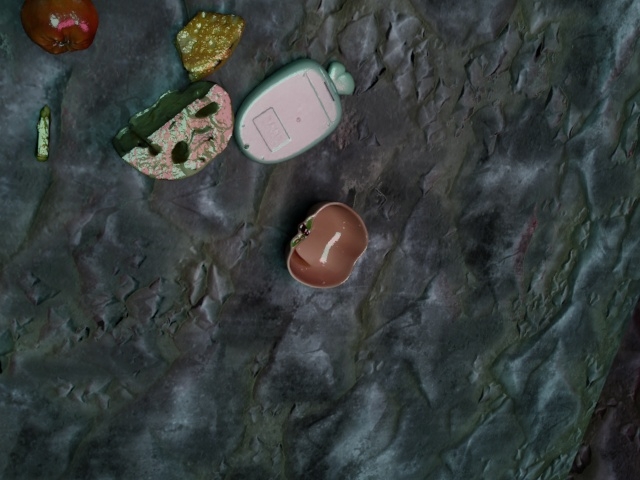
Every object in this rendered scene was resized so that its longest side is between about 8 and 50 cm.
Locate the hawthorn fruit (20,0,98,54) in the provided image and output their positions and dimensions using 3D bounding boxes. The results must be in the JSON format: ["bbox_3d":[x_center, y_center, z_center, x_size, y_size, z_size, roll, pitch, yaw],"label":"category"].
[{"bbox_3d":[-0.442,-0.382,1.074,0.125,0.140,0.125,-10,143,-8],"label":"hawthorn fruit"}]

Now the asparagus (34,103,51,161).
[{"bbox_3d":[-0.512,-0.197,1.161,0.025,0.021,0.108,4,108,-27],"label":"asparagus"}]

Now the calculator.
[{"bbox_3d":[-0.051,-0.280,1.348,0.295,0.042,0.184,-37,122,-8],"label":"calculator"}]

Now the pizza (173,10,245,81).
[{"bbox_3d":[-0.218,-0.383,1.216,0.099,0.036,0.160,40,83,-7],"label":"pizza"}]

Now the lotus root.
[{"bbox_3d":[-0.277,-0.207,1.220,0.234,0.119,0.138,-35,121,-12],"label":"lotus root"}]

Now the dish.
[{"bbox_3d":[0.000,0.000,1.460,0.213,0.090,0.214,-12,117,-25],"label":"dish"}]
